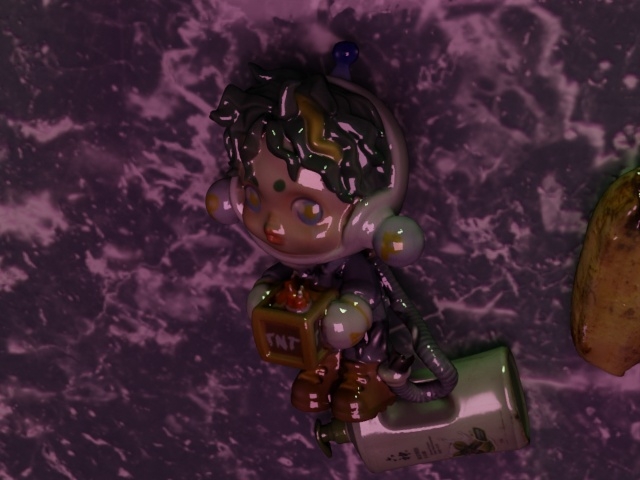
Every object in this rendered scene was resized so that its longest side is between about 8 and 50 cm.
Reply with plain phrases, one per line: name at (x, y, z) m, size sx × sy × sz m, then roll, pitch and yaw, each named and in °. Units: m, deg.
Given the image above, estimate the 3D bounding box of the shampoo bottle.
shampoo bottle at (0.105, 0.193, 1.511) m, size 0.234 × 0.087 × 0.118 m, roll -13°, pitch 112°, yaw 13°

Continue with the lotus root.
lotus root at (0.318, 0.026, 1.403) m, size 0.110 × 0.097 × 0.258 m, roll 17°, pitch 124°, yaw 8°

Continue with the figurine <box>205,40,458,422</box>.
figurine at (-0.004, 0.000, 1.376) m, size 0.261 × 0.186 × 0.382 m, roll 5°, pitch 114°, yaw 24°
